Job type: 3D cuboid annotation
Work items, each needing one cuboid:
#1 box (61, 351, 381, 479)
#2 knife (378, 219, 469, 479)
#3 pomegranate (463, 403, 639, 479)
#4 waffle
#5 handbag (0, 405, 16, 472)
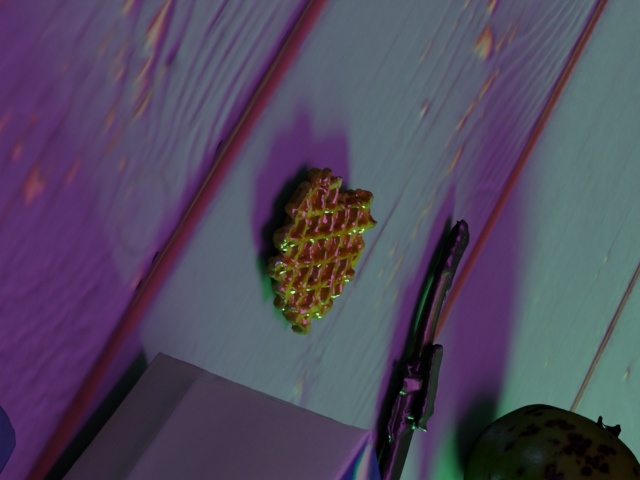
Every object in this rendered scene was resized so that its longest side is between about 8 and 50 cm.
[{"bbox_3d":[-0.053,0.218,0.796,0.203,0.116,0.274,-52,147,-34],"label":"box"},{"bbox_3d":[0.048,0.096,1.031,0.045,0.021,0.222,30,79,-61],"label":"knife"},{"bbox_3d":[0.128,0.167,1.136,0.161,0.122,0.122,-32,137,-21],"label":"pomegranate"},{"bbox_3d":[-0.001,0.001,0.882,0.078,0.016,0.085,-65,152,-16],"label":"waffle"},{"bbox_3d":[-0.160,0.039,0.560,0.221,0.057,0.144,76,32,-44],"label":"handbag"}]
